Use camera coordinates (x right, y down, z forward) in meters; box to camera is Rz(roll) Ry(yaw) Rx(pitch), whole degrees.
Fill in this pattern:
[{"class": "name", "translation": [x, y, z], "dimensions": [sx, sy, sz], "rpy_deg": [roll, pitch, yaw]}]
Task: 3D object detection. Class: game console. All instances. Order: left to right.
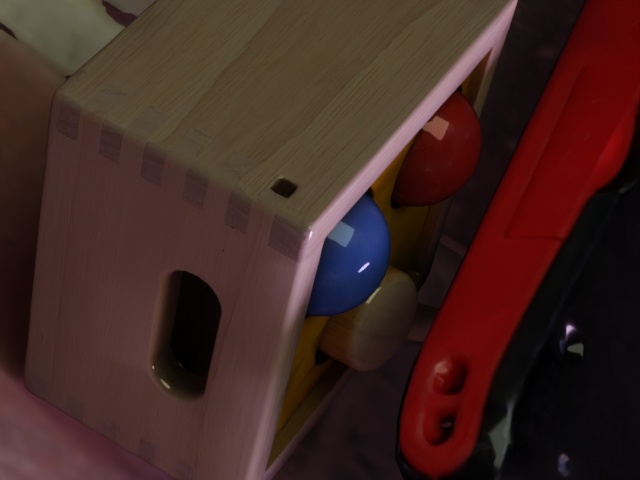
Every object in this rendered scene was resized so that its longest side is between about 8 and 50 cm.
[{"class": "game console", "translation": [0.187, 0.070, 0.630], "dimensions": [0.386, 0.060, 0.342], "rpy_deg": [52, 50, -26]}]

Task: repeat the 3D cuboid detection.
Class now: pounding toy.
[{"class": "pounding toy", "translation": [0.000, 0.000, 0.522], "dimensions": [0.100, 0.141, 0.130], "rpy_deg": [28, 47, 14]}]
